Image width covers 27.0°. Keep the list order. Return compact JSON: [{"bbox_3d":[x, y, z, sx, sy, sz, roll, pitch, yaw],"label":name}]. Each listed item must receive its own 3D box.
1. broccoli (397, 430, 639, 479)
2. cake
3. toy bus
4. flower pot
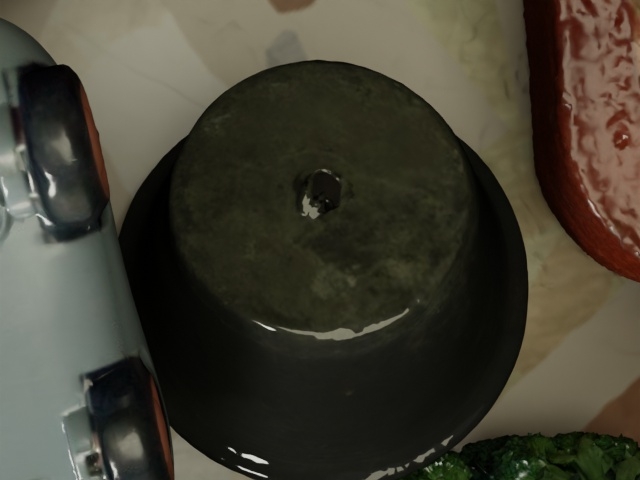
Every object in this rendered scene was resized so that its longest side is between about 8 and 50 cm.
[{"bbox_3d":[0.135,0.217,0.703,0.269,0.270,0.270,8,66,-18],"label":"broccoli"},{"bbox_3d":[0.206,-0.105,0.755,0.176,0.151,0.283,1,94,2],"label":"cake"},{"bbox_3d":[-0.185,0.028,0.644,0.194,0.232,0.288,-14,105,-6],"label":"toy bus"},{"bbox_3d":[0.000,0.000,0.684,0.235,0.148,0.235,0,70,0],"label":"flower pot"}]
